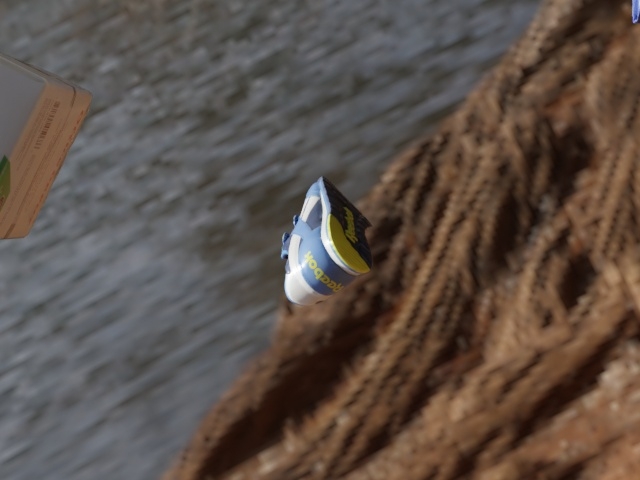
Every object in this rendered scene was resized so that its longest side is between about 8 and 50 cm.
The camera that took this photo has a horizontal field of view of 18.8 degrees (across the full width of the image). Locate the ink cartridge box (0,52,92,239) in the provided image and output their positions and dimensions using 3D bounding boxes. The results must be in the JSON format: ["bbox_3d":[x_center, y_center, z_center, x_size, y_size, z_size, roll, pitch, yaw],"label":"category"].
[{"bbox_3d":[-0.282,-0.083,1.672,0.153,0.087,0.208,-64,-4,2],"label":"ink cartridge box"}]

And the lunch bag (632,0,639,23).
[{"bbox_3d":[0.328,-0.253,1.594,0.128,0.151,0.096,8,-32,-3],"label":"lunch bag"}]

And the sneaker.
[{"bbox_3d":[0.000,0.000,1.331,0.059,0.053,0.144,-44,11,16],"label":"sneaker"}]
